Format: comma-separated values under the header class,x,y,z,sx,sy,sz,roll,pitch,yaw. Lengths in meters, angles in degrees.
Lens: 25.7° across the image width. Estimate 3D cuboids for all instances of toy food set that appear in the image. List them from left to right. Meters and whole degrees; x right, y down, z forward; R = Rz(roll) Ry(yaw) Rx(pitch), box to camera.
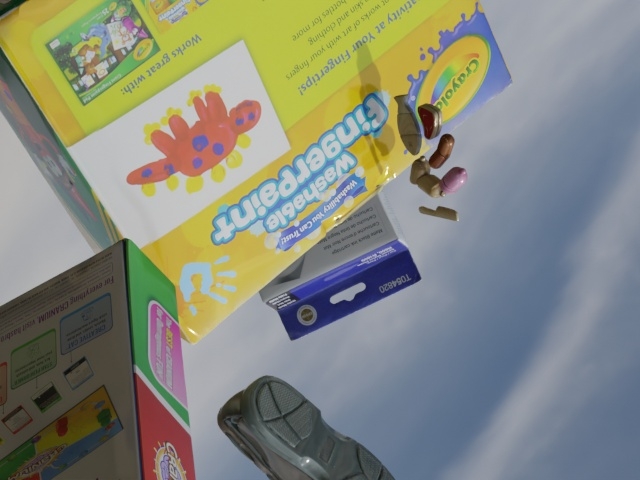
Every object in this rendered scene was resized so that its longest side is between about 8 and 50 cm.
class,x,y,z,sx,sy,sz,roll,pitch,yaw
toy food set,0.111,-0.082,1.349,0.019,0.122,0.078,-24,-156,-32

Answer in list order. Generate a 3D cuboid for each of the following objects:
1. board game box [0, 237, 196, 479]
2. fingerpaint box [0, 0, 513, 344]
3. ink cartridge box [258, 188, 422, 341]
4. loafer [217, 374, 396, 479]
class,x,y,z,sx,sy,sz,roll,pitch,yaw
board game box,-0.197,0.174,0.901,0.242,0.064,0.316,-27,-137,15
fingerpaint box,-0.076,-0.187,1.361,0.445,0.371,0.163,-40,-149,-18
ink cartridge box,0.000,0.000,1.968,0.223,0.224,0.045,-27,171,17
loafer,-0.001,0.254,1.503,0.084,0.267,0.096,-31,-164,43
